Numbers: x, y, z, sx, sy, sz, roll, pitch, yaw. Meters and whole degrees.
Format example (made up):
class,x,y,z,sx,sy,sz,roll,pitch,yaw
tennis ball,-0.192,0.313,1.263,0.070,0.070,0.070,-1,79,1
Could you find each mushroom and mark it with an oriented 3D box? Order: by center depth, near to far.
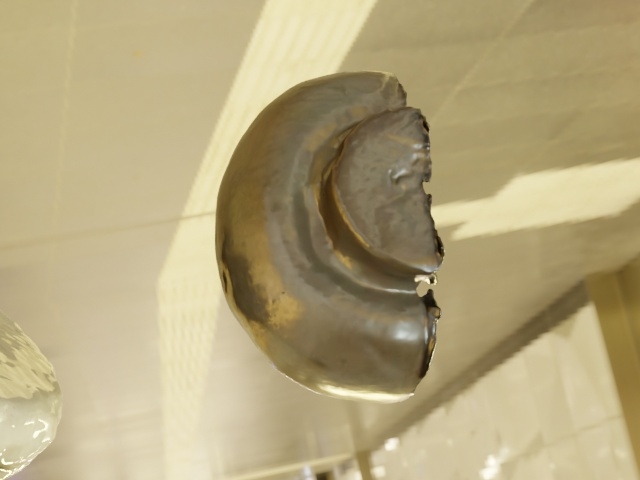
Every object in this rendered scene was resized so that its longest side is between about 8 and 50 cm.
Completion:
class,x,y,z,sx,sy,sz,roll,pitch,yaw
mushroom,0.000,0.000,0.720,0.117,0.188,0.141,-7,161,-6

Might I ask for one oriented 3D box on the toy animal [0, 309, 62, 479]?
class,x,y,z,sx,sy,sz,roll,pitch,yaw
toy animal,-0.289,0.091,0.770,0.308,0.188,0.266,27,-171,17
